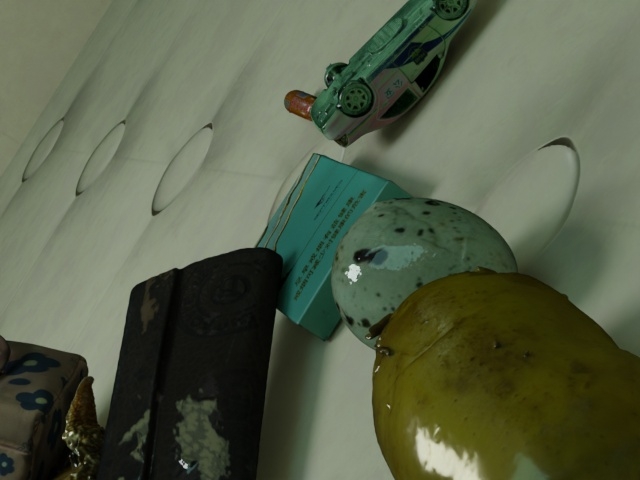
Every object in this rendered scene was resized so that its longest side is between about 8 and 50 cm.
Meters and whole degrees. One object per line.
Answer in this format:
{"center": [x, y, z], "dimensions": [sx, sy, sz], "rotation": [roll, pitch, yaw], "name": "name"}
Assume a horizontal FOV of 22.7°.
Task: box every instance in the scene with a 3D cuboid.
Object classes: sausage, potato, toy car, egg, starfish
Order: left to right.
{"center": [-0.182, 0.231, 1.513], "dimensions": [0.247, 0.138, 0.050], "rotation": [-94, 25, -48], "name": "starfish"}
{"center": [-0.016, -0.158, 1.876], "dimensions": [0.031, 0.031, 0.107], "rotation": [-56, 20, 1], "name": "sausage"}
{"center": [0.083, -0.187, 1.634], "dimensions": [0.224, 0.076, 0.090], "rotation": [-45, 20, 8], "name": "toy car"}
{"center": [0.082, 0.026, 1.234], "dimensions": [0.164, 0.131, 0.131], "rotation": [-17, 43, 48], "name": "egg"}
{"center": [0.120, 0.115, 1.000], "dimensions": [0.173, 0.140, 0.300], "rotation": [-42, 27, 3], "name": "potato"}

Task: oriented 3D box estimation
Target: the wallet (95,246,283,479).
{"center": [-0.126, 0.139, 1.478], "dimensions": [0.170, 0.044, 0.321], "rotation": [-15, 40, 19], "name": "wallet"}

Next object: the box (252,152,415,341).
{"center": [0.000, 0.000, 1.586], "dimensions": [0.162, 0.041, 0.229], "rotation": [-57, 21, -2], "name": "box"}

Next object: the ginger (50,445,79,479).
{"center": [-0.230, 0.274, 1.654], "dimensions": [0.148, 0.081, 0.333], "rotation": [-41, 17, -22], "name": "ginger"}

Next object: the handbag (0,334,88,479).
{"center": [-0.384, 0.214, 1.798], "dimensions": [0.251, 0.193, 0.190], "rotation": [-69, -9, -74], "name": "handbag"}
